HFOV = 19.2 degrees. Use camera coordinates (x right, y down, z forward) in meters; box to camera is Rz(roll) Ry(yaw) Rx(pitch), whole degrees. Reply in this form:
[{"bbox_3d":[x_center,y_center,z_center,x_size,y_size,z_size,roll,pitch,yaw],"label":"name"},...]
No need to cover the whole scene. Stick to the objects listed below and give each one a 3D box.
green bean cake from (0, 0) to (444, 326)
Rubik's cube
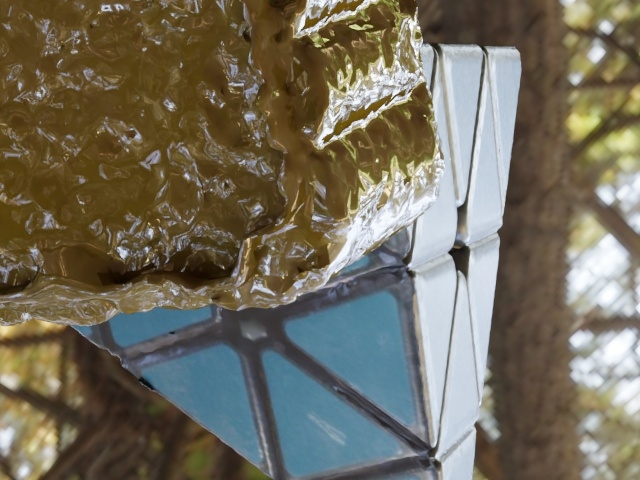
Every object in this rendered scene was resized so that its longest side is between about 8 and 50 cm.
[{"bbox_3d":[-0.080,-0.093,0.676,0.131,0.224,0.229,-27,-68,-57],"label":"green bean cake"},{"bbox_3d":[-0.001,-0.002,0.902,0.233,0.228,0.229,25,-163,-33],"label":"Rubik's cube"}]
